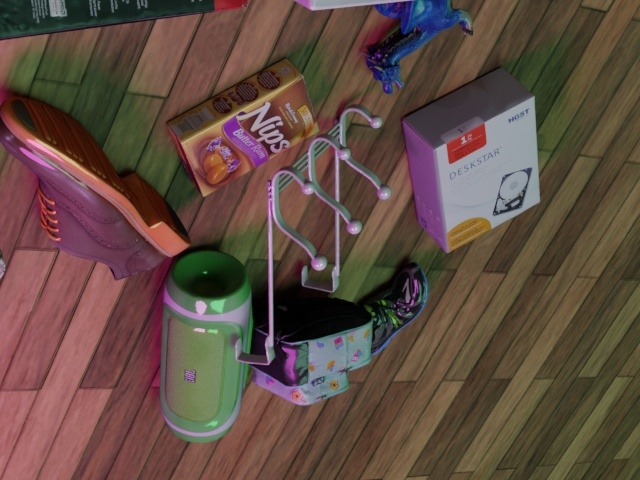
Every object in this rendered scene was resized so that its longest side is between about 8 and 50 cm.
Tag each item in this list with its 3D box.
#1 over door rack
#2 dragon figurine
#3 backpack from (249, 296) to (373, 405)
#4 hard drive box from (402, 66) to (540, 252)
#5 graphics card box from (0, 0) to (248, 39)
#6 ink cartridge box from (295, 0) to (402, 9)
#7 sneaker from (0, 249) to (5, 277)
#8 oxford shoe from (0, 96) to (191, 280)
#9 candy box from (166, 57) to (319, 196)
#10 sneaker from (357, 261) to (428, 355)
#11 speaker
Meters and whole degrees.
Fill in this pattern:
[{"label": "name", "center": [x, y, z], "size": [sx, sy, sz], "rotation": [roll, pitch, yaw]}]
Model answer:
[{"label": "over door rack", "center": [0.000, 0.000, 1.898], "size": [0.239, 0.108, 0.324], "rotation": [-45, 154, -52]}, {"label": "dragon figurine", "center": [0.126, -0.323, 1.792], "size": [0.144, 0.085, 0.289], "rotation": [-20, 138, -22]}, {"label": "backpack", "center": [-0.013, 0.161, 2.076], "size": [0.188, 0.166, 0.144], "rotation": [-22, 114, -35]}, {"label": "hard drive box", "center": [0.232, -0.119, 2.065], "size": [0.181, 0.089, 0.232], "rotation": [-29, 139, -13]}, {"label": "graphics card box", "center": [-0.267, -0.333, 1.410], "size": [0.371, 0.094, 0.232], "rotation": [-14, 108, -29]}, {"label": "ink cartridge box", "center": [0.108, -0.422, 1.637], "size": [0.296, 0.066, 0.261], "rotation": [-11, 117, -26]}, {"label": "sneaker", "center": [-0.543, 0.027, 1.538], "size": [0.410, 0.182, 0.158], "rotation": [-18, 137, -23]}, {"label": "oxford shoe", "center": [-0.303, -0.047, 1.700], "size": [0.133, 0.130, 0.363], "rotation": [-36, 141, 7]}, {"label": "candy box", "center": [-0.101, -0.151, 1.811], "size": [0.187, 0.053, 0.109], "rotation": [-32, 140, -11]}, {"label": "sneaker", "center": [0.106, 0.115, 2.208], "size": [0.078, 0.067, 0.188], "rotation": [14, 121, -51]}, {"label": "speaker", "center": [-0.170, 0.159, 1.994], "size": [0.131, 0.131, 0.296], "rotation": [-16, 135, -26]}]
